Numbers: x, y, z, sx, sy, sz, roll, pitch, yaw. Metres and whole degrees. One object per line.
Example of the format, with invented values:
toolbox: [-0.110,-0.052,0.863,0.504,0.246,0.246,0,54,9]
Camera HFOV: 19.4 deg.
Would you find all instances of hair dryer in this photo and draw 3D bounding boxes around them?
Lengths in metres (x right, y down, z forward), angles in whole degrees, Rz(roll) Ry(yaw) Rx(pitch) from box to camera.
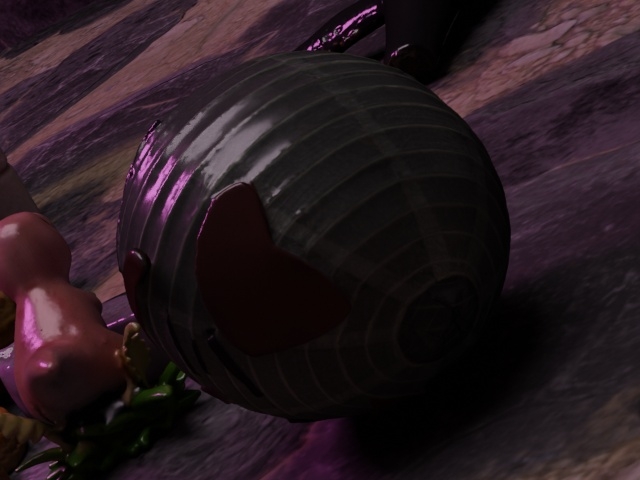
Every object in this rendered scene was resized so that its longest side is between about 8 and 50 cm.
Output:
hair dryer: [0.023,-0.197,1.978,0.359,0.120,0.304,-33,28,32]

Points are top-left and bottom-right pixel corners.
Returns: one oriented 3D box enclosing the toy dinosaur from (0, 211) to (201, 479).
toy dinosaur: [-0.177,0.068,1.354,0.152,0.177,0.194,-26,19,19]

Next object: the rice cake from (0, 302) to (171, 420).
rice cake: [-0.088,0.053,1.431,0.399,0.070,0.064,-23,22,25]

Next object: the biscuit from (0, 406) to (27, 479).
biscuit: [-0.309,0.184,1.464,0.170,0.050,0.170,-29,17,10]

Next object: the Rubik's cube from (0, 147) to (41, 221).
Rubik's cube: [-0.576,-0.050,2.135,0.322,0.319,0.316,-10,25,48]

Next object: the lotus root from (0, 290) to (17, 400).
lotus root: [-0.300,0.106,1.631,0.135,0.095,0.159,-29,-24,-13]

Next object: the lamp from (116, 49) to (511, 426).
lamp: [0.000,0.000,1.141,0.233,0.265,0.233,-16,62,34]
